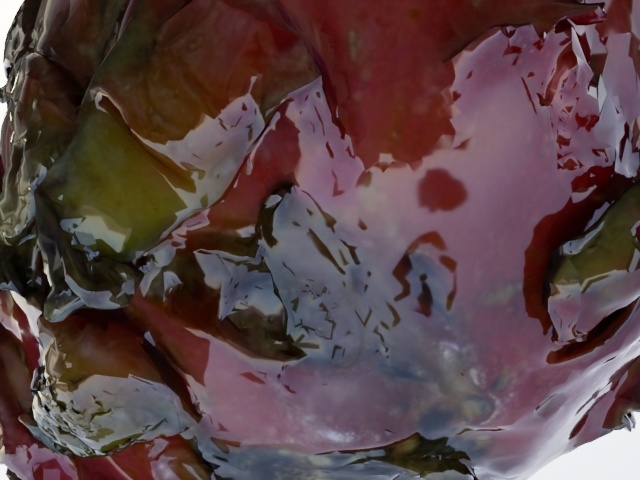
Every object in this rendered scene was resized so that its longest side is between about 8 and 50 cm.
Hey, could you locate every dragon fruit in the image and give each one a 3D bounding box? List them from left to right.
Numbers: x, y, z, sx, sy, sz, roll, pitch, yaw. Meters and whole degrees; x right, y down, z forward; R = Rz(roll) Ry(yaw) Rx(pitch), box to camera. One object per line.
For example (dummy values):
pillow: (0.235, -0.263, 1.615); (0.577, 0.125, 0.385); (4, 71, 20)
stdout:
dragon fruit: (0.000, 0.000, 0.591); (0.250, 0.269, 0.291); (-90, -161, -66)
